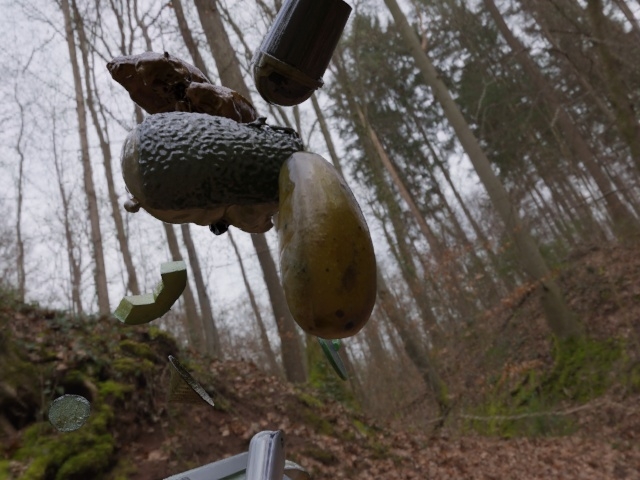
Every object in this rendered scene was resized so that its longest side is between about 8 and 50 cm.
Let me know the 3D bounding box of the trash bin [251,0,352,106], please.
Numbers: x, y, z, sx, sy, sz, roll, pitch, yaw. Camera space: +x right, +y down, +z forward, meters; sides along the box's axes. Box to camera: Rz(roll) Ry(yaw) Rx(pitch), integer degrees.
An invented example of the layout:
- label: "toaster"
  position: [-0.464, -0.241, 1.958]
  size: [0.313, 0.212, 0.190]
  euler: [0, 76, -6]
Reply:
- label: "trash bin"
  position: [-0.060, -0.524, 1.708]
  size: [0.214, 0.214, 0.334]
  euler: [17, -72, -48]

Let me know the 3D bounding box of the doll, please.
- label: "doll"
  position: [-0.200, -0.124, 1.185]
  size: [0.349, 0.247, 0.247]
  euler: [-5, -29, -14]

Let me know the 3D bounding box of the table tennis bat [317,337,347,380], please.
- label: "table tennis bat"
  position: [0.031, 0.279, 1.596]
  size: [0.039, 0.160, 0.257]
  euler: [-28, -4, 2]

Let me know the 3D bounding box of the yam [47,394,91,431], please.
- label: "yam"
  position: [-0.683, 0.469, 1.679]
  size: [0.107, 0.107, 0.183]
  euler: [-4, -14, -24]

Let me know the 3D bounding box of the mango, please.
- label: "mango"
  position: [0.006, 0.000, 1.030]
  size: [0.176, 0.329, 0.175]
  euler: [-13, -17, 37]

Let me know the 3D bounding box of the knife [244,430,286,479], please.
- label: "knife"
  position: [-0.068, 0.342, 0.729]
  size: [0.041, 0.265, 0.073]
  euler: [-16, -59, 12]

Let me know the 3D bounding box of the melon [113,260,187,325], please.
- label: "melon"
  position: [-0.416, 0.136, 1.572]
  size: [0.118, 0.064, 0.209]
  euler: [32, -81, -44]

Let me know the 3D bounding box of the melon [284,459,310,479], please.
- label: "melon"
  position: [-0.099, 0.746, 1.968]
  size: [0.139, 0.093, 0.202]
  euler: [11, -12, -6]

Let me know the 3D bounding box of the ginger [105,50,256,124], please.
- label: "ginger"
  position: [-0.316, -0.330, 1.440]
  size: [0.152, 0.357, 0.274]
  euler: [-61, -2, 8]

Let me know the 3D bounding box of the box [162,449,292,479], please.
- label: "box"
  position: [-0.099, 0.424, 0.888]
  size: [0.225, 0.225, 0.117]
  euler: [13, -76, -63]

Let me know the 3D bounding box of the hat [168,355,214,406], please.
- label: "hat"
  position: [-0.301, 0.324, 1.332]
  size: [0.067, 0.146, 0.146]
  euler: [-42, -24, -11]
